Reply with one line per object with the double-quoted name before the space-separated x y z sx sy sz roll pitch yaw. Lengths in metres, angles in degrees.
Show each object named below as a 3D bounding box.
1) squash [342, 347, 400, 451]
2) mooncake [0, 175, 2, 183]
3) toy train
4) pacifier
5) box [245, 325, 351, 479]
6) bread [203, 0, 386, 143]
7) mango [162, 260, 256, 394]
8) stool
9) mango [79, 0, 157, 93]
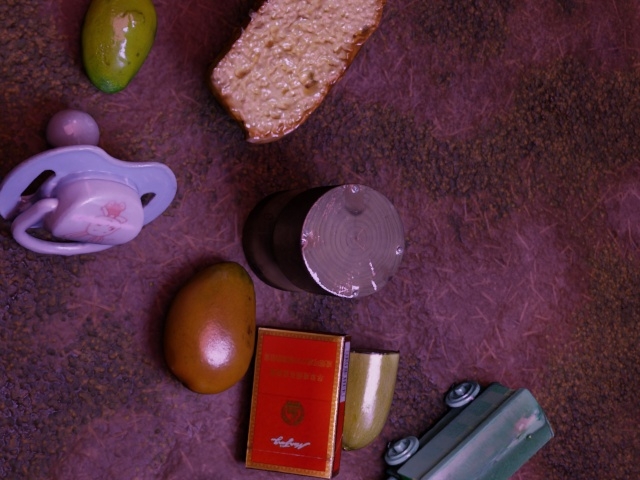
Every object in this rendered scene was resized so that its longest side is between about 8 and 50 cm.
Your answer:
"squash" 0.068 0.273 1.916 0.123 0.123 0.186 11 85 -24
"mooncake" -0.560 -0.072 1.645 0.168 0.104 0.175 -44 109 -21
"toy train" 0.248 0.366 1.952 0.301 0.202 0.120 -38 109 -20
"pacifier" -0.370 -0.099 1.707 0.287 0.238 0.225 12 51 -43
"box" -0.036 0.269 1.857 0.153 0.074 0.239 5 87 10
"bread" -0.061 -0.308 1.825 0.194 0.179 0.340 40 78 -17
"mango" -0.180 0.140 1.807 0.152 0.120 0.221 9 80 -27
"stool" 0.000 0.000 1.804 0.179 0.264 0.179 0 90 -24
"mango" -0.319 -0.320 1.753 0.119 0.100 0.178 11 93 -26
